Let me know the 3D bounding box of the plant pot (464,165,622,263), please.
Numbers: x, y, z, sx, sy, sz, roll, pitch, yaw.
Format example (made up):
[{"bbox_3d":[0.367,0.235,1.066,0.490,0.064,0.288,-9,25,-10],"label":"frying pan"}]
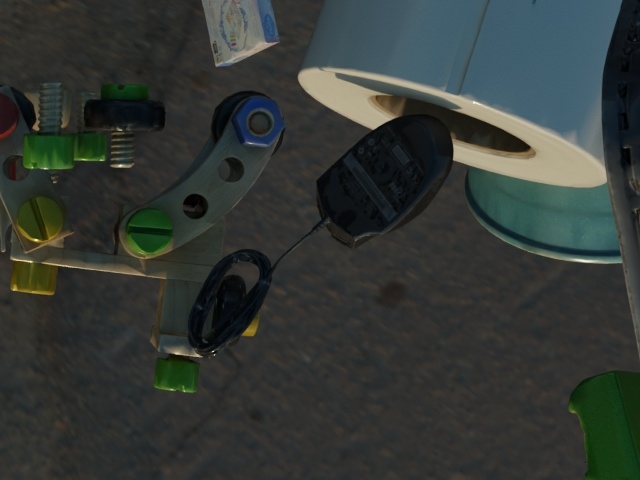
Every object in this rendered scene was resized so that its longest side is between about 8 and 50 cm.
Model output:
[{"bbox_3d":[0.270,-0.158,1.558,0.271,0.272,0.255,-17,125,-18],"label":"plant pot"}]

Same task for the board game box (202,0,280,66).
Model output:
[{"bbox_3d":[-0.080,-0.223,1.598,0.020,0.090,0.090,-10,87,-36],"label":"board game box"}]

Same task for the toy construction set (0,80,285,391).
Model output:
[{"bbox_3d":[-0.177,-0.003,1.312,0.257,0.309,0.237,-2,95,-36],"label":"toy construction set"}]

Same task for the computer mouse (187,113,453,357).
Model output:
[{"bbox_3d":[0.000,0.000,1.168,0.242,0.071,0.041,-39,154,13],"label":"computer mouse"}]

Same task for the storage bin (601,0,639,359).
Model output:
[{"bbox_3d":[0.137,-0.028,0.460,0.084,0.180,0.122,-5,119,19],"label":"storage bin"}]

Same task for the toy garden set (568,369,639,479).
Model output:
[{"bbox_3d":[0.164,0.177,0.627,0.204,0.049,0.244,11,63,-55],"label":"toy garden set"}]

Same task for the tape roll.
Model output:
[{"bbox_3d":[0.123,-0.159,1.226,0.246,0.246,0.169,22,83,-26],"label":"tape roll"}]
